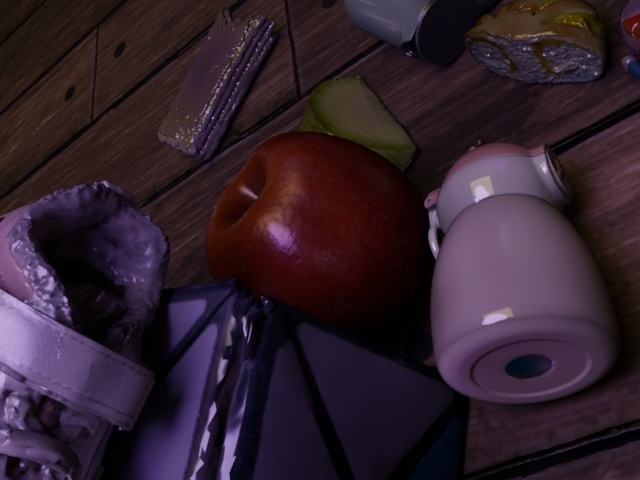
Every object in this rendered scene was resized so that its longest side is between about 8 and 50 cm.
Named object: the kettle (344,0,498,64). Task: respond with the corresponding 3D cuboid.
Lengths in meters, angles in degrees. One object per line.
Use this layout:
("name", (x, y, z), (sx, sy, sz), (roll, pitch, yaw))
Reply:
("kettle", (0.118, -0.278, 0.929), (0.148, 0.127, 0.098), (43, 132, 44))

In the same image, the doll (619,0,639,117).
("doll", (0.313, -0.178, 0.684), (0.114, 0.085, 0.152), (-16, 67, 60))

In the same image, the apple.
("apple", (0.000, 0.000, 0.788), (0.218, 0.201, 0.218), (-42, 28, 28))

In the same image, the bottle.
("bottle", (0.167, 0.010, 0.685), (0.147, 0.147, 0.236), (-27, 44, 31))

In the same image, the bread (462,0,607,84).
("bread", (0.228, -0.214, 0.794), (0.094, 0.083, 0.157), (-47, 42, -3))

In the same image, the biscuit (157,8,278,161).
("biscuit", (-0.157, -0.238, 1.181), (0.108, 0.062, 0.239), (27, 90, 46))

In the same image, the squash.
("squash", (0.001, -0.109, 0.943), (0.184, 0.085, 0.192), (-46, 43, 15))

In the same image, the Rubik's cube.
("Rubik's cube", (-0.077, 0.225, 0.682), (0.305, 0.307, 0.310), (-13, 60, 42))

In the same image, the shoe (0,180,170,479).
("shoe", (-0.212, 0.107, 0.519), (0.198, 0.172, 0.351), (-31, 48, 27))
